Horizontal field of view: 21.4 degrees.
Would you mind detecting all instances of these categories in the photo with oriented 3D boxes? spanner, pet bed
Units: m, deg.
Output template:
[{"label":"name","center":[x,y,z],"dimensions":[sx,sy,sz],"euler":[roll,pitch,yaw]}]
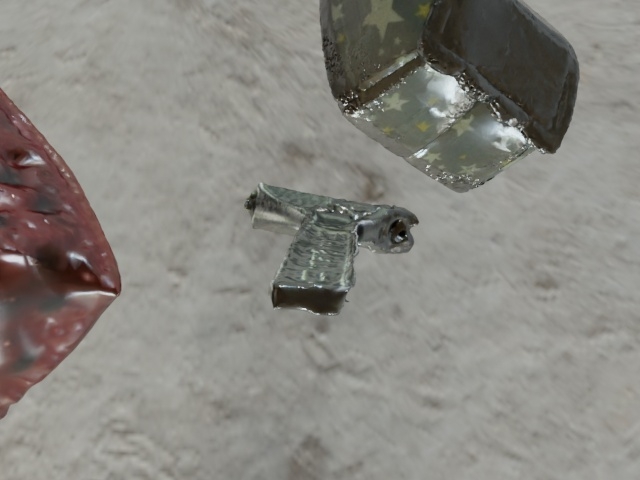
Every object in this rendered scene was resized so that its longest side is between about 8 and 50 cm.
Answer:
[{"label":"spanner","center":[0.000,0.000,0.789],"dimensions":[0.093,0.325,0.026],"euler":[9,97,2]},{"label":"pet bed","center":[0.122,-0.170,1.466],"dimensions":[0.159,0.183,0.211],"euler":[-31,137,30]}]

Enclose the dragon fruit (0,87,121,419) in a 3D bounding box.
[{"label":"dragon fruit","center":[-0.308,0.017,0.770],"dimensions":[0.330,0.240,0.302],"euler":[-47,62,13]}]
